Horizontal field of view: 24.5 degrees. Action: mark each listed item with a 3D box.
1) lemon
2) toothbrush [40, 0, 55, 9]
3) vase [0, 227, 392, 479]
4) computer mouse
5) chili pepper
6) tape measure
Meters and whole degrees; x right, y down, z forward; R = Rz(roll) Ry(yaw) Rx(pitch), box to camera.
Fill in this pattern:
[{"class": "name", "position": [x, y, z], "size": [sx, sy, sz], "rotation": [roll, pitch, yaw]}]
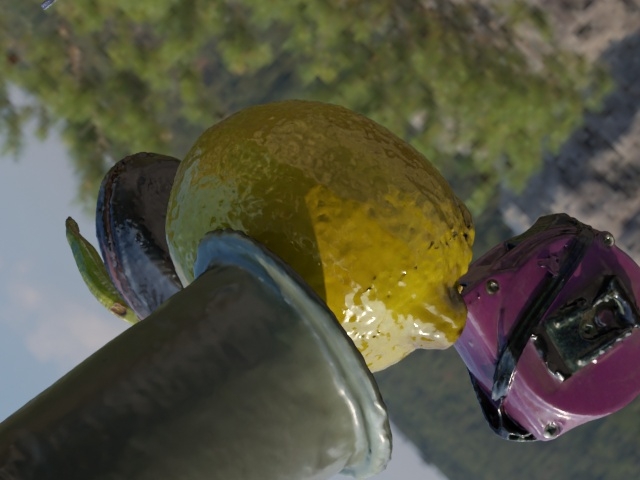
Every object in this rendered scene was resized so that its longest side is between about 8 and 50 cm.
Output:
[{"class": "lemon", "position": [0.000, 0.000, 1.360], "size": [0.320, 0.245, 0.245], "rotation": [32, 176, 18]}, {"class": "toothbrush", "position": [-0.289, -0.298, 1.715], "size": [0.008, 0.097, 0.006], "rotation": [45, -157, -31]}, {"class": "vase", "position": [-0.129, 0.160, 1.148], "size": [0.245, 0.291, 0.245], "rotation": [43, 153, 29]}, {"class": "computer mouse", "position": [-0.151, 0.040, 1.745], "size": [0.116, 0.183, 0.323], "rotation": [-22, 112, 41]}, {"class": "chili pepper", "position": [-0.280, 0.054, 1.925], "size": [0.208, 0.049, 0.043], "rotation": [44, -174, 11]}, {"class": "tape measure", "position": [0.261, 0.103, 1.676], "size": [0.231, 0.245, 0.149], "rotation": [54, 162, -6]}]
